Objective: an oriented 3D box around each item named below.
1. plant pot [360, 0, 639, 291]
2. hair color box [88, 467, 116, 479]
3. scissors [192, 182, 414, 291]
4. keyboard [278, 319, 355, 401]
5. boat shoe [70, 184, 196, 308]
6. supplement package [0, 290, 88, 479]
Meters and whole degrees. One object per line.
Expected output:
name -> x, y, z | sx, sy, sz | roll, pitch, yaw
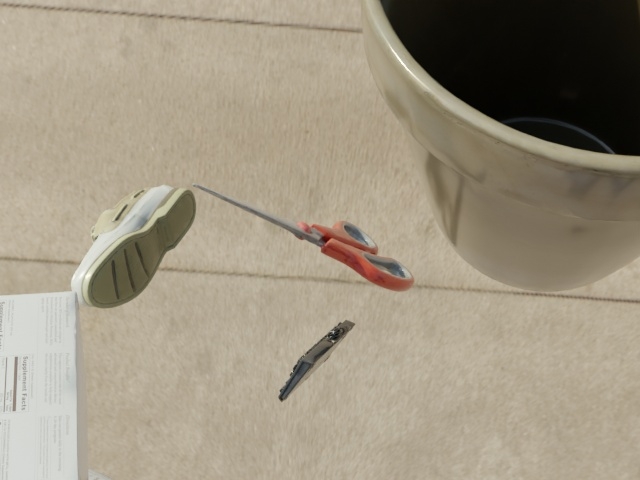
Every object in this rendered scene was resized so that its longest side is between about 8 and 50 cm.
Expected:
plant pot -> 0.187, -0.107, 0.657 | 0.323, 0.280, 0.323 | -1, 60, 1
hair color box -> -0.325, 0.431, 1.252 | 0.375, 0.185, 0.113 | 21, 91, 10
scissors -> 0.000, 0.000, 0.828 | 0.021, 0.297, 0.109 | -50, 61, 14
keyboard -> 0.001, 0.153, 1.192 | 0.023, 0.180, 0.108 | 40, 112, 7
boat shoe -> -0.321, 0.007, 1.410 | 0.103, 0.113, 0.302 | 11, 34, 20
supplement package -> -0.357, 0.227, 1.031 | 0.145, 0.204, 0.261 | -2, 48, -13
